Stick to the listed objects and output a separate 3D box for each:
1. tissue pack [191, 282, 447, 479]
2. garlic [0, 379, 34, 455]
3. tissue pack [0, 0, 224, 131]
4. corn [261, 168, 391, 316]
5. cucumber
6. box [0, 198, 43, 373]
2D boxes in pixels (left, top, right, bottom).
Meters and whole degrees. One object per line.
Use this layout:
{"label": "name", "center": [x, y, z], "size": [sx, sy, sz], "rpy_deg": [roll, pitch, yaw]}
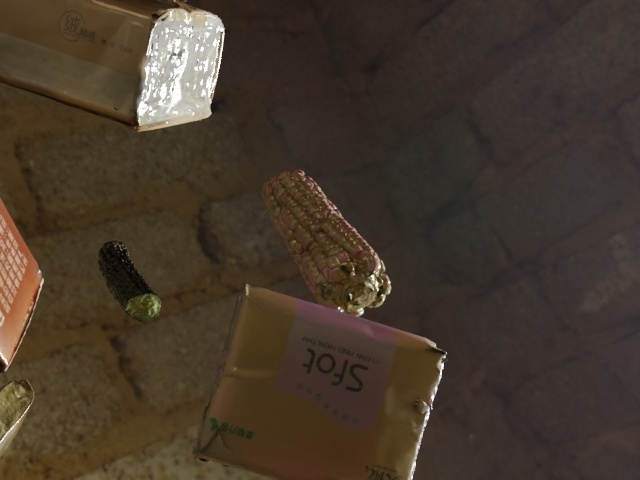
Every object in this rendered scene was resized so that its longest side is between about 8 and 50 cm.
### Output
{"label": "tissue pack", "center": [-0.003, 0.188, 1.072], "size": [0.257, 0.215, 0.123], "rpy_deg": [18, 172, -9]}
{"label": "garlic", "center": [-0.545, 0.316, 1.461], "size": [0.101, 0.087, 0.195], "rpy_deg": [-40, -166, 40]}
{"label": "tissue pack", "center": [-0.287, -0.283, 1.100], "size": [0.238, 0.306, 0.238], "rpy_deg": [19, 90, -76]}
{"label": "corn", "center": [-0.002, 0.000, 1.488], "size": [0.127, 0.335, 0.126], "rpy_deg": [-14, 128, -19]}
{"label": "cucumber", "center": [-0.294, 0.058, 1.356], "size": [0.058, 0.058, 0.187], "rpy_deg": [-22, -147, -18]}
{"label": "box", "center": [-0.419, -0.056, 0.558], "size": [0.345, 0.385, 0.122], "rpy_deg": [-14, -148, 6]}
